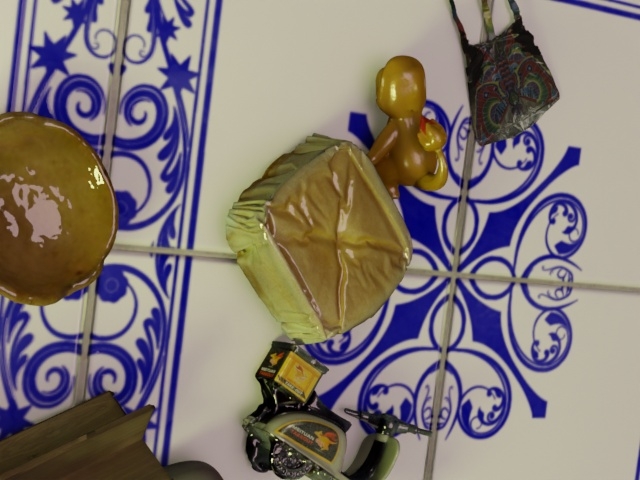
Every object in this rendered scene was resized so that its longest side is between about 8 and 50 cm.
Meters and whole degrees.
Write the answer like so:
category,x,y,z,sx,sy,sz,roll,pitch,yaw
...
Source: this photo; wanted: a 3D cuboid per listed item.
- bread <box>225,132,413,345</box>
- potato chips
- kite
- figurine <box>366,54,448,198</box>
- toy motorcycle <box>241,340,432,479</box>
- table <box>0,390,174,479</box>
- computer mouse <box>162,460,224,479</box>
category,x,y,z,sx,sy,sz,roll,pitch,yaw
bread,-0.002,-0.002,1.500,0.192,0.110,0.210,-44,116,-25
potato chips,-0.315,-0.035,1.338,0.208,0.062,0.195,25,78,-29
kite,0.223,-0.270,1.652,0.152,0.015,0.285,-33,111,-24
figurine,0.113,-0.138,1.542,0.121,0.122,0.176,-16,105,-25
toy motorcycle,0.018,0.251,1.554,0.263,0.091,0.157,37,73,-26
table,-0.283,0.254,1.351,0.226,0.167,0.167,-23,107,-36
computer mouse,-0.211,0.336,1.445,0.232,0.057,0.120,-26,110,-17
